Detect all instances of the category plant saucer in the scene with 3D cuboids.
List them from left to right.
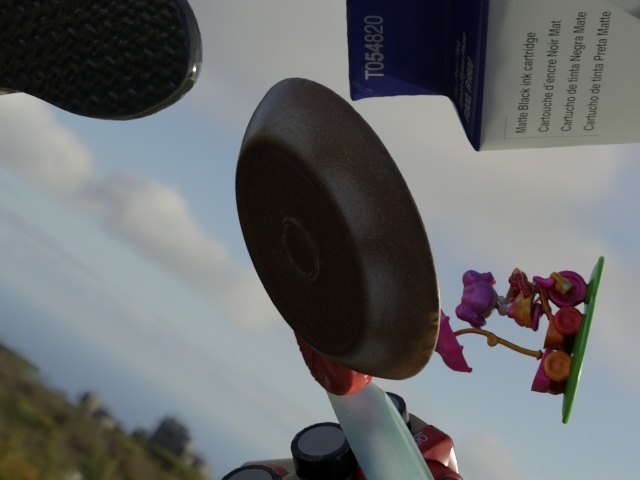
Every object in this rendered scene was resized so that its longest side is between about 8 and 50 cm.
[{"bbox_3d":[0.000,0.000,1.198,0.198,0.036,0.198,44,-33,39],"label":"plant saucer"},{"bbox_3d":[0.059,0.174,1.545,0.195,0.037,0.195,61,4,-7],"label":"plant saucer"}]

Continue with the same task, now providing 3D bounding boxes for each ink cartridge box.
[{"bbox_3d":[0.122,-0.121,0.893,0.224,0.045,0.223,-2,-34,2],"label":"ink cartridge box"}]

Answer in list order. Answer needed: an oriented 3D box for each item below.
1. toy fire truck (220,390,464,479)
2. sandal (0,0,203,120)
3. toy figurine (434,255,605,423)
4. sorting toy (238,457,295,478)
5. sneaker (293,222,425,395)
[{"bbox_3d":[0.062,0.275,1.685,0.246,0.217,0.158,29,-42,48],"label":"toy fire truck"},{"bbox_3d":[-0.267,-0.209,1.976,0.446,0.167,0.107,7,4,40],"label":"sandal"},{"bbox_3d":[0.184,0.078,1.928,0.159,0.173,0.130,13,-20,7],"label":"toy figurine"},{"bbox_3d":[0.009,0.265,1.859,0.307,0.229,0.041,-8,-61,33],"label":"sorting toy"},{"bbox_3d":[0.036,0.025,1.495,0.221,0.128,0.087,-115,-162,-48],"label":"sneaker"}]
